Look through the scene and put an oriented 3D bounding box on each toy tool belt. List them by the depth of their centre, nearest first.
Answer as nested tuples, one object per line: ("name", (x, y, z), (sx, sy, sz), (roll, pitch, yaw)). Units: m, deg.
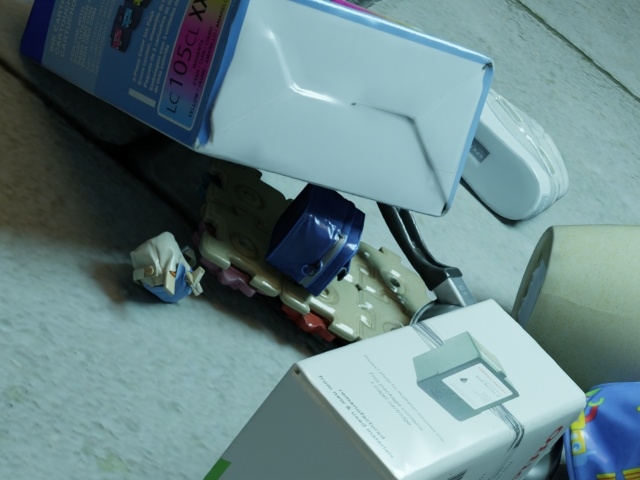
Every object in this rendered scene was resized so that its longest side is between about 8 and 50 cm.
("toy tool belt", (-0.119, 0.031, 1.463), (0.051, 0.052, 0.083), (60, 6, 21))

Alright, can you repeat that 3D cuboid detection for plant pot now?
("plant pot", (0.325, 0.090, 1.715), (0.274, 0.256, 0.256), (19, 31, -3))

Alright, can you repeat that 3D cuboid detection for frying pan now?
("frying pan", (0.140, 0.081, 1.605), (0.197, 0.053, 0.326), (24, 47, -41))

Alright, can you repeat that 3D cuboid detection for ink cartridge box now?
("ink cartridge box", (0.040, 0.166, 1.288), (0.115, 0.198, 0.273), (47, 29, 19))
("ink cartridge box", (-0.079, -0.167, 1.589), (0.270, 0.151, 0.395), (14, 8, -37))

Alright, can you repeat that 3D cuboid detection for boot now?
("boot", (0.168, -0.131, 1.996), (0.258, 0.095, 0.123), (52, 25, 8))

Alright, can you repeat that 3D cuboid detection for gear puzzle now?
("gear puzzle", (0.028, 0.055, 1.607), (0.339, 0.044, 0.175), (31, 28, -18))

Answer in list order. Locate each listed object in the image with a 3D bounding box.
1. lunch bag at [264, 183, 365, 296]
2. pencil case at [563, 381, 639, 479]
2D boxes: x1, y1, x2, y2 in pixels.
("lunch bag", (0.000, 0.000, 1.526), (0.065, 0.067, 0.098), (35, 27, -11))
("pencil case", (0.359, 0.156, 1.549), (0.119, 0.306, 0.133), (33, 43, -62))
